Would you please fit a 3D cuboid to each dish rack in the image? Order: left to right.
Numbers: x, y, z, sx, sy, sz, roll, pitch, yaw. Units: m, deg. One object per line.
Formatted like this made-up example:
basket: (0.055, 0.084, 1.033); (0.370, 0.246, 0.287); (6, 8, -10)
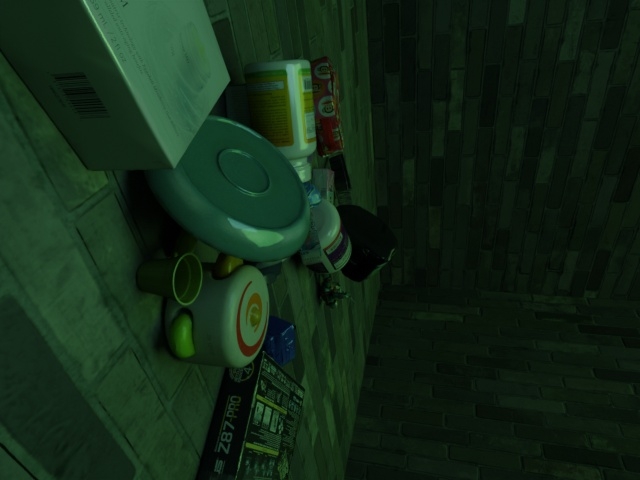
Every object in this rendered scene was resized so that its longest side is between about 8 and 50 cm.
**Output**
dish rack: (0.093, -0.210, 1.808); (0.271, 0.074, 0.208); (75, 5, -49)

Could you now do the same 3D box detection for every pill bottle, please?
pill bottle: (-0.080, -0.249, 0.904); (0.136, 0.136, 0.245); (-54, 143, -64)
pill bottle: (0.000, 0.000, 1.389); (0.323, 0.182, 0.181); (59, 36, -65)

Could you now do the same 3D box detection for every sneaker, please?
sneaker: (-0.141, 0.013, 1.036); (0.319, 0.112, 0.131); (-66, 147, -69)
sneaker: (-0.072, -0.087, 1.003); (0.091, 0.126, 0.240); (60, 23, -19)

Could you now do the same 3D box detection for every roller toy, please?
roller toy: (-0.181, 0.136, 0.800); (0.191, 0.146, 0.209); (69, 27, -56)

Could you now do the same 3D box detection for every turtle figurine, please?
turtle figurine: (0.051, 0.196, 1.721); (0.175, 0.118, 0.234); (-141, -150, -65)

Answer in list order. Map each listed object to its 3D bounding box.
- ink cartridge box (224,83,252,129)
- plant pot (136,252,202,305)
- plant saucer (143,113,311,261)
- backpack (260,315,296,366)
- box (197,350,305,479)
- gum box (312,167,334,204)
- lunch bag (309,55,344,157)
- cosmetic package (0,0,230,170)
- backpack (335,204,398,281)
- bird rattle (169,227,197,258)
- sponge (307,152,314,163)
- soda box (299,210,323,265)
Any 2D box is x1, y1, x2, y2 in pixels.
ink cartridge box: (-0.132, -0.212, 1.088); (0.324, 0.072, 0.330); (-42, 132, -69)
plant pot: (-0.245, 0.059, 0.679); (0.083, 0.079, 0.083); (2, 90, -74)
plant saucer: (-0.137, -0.107, 0.724); (0.318, 0.044, 0.317); (28, 39, -26)
backpack: (-0.126, 0.279, 1.135); (0.101, 0.098, 0.120); (-27, 123, -40)
box: (-0.151, 0.484, 1.067); (0.395, 0.097, 0.318); (67, 27, -57)
gum box: (0.011, -0.177, 1.628); (0.107, 0.062, 0.188); (-9, 101, -74)
lunch bag: (0.016, -0.419, 1.402); (0.293, 0.120, 0.258); (67, 16, -65)
cosmetic package: (-0.243, -0.246, 0.539); (0.224, 0.138, 0.224); (75, 21, -48)
backpack: (0.152, 0.026, 1.701); (0.273, 0.290, 0.355); (-42, 163, -35)
bird rattle: (-0.160, -0.045, 0.785); (0.253, 0.207, 0.143); (-49, 163, -56)
sponge: (-0.064, -0.345, 1.369); (0.117, 0.031, 0.210); (-74, 156, -44)
soda box: (-0.038, -0.020, 1.158); (0.063, 0.058, 0.183); (82, -5, -46)
